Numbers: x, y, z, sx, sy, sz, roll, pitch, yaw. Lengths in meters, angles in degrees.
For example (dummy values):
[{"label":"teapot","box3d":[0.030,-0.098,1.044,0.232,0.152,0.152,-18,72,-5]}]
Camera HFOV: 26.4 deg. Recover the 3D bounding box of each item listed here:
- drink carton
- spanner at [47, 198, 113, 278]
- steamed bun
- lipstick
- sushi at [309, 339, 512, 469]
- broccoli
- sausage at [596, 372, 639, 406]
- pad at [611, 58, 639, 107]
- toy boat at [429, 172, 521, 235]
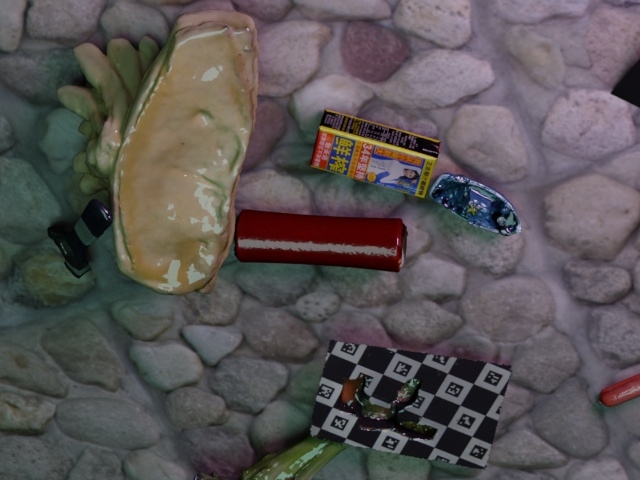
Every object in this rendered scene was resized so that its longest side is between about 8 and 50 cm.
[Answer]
[{"label":"drink carton","box3d":[0.074,-0.118,1.851,0.166,0.056,0.071,16,129,1]},{"label":"spanner","box3d":[-0.334,-0.012,1.895,0.087,0.024,0.316,53,158,-1]},{"label":"steamed bun","box3d":[-0.227,-0.135,1.844,0.247,0.189,0.428,-1,122,-16]},{"label":"lipstick","box3d":[0.000,0.000,1.917,0.241,0.080,0.080,3,120,9]},{"label":"sushi","box3d":[0.131,0.237,2.049,0.279,0.043,0.192,8,117,-4]},{"label":"broccoli","box3d":[-0.079,0.374,2.126,0.304,0.165,0.145,-35,77,12]},{"label":"sausage","box3d":[0.512,0.188,1.963,0.253,0.034,0.034,-24,113,22]},{"label":"pad","box3d":[0.513,-0.179,1.725,0.245,0.006,0.170,24,147,-4]},{"label":"toy boat","box3d":[0.215,-0.047,1.863,0.137,0.061,0.060,28,120,-7]}]
